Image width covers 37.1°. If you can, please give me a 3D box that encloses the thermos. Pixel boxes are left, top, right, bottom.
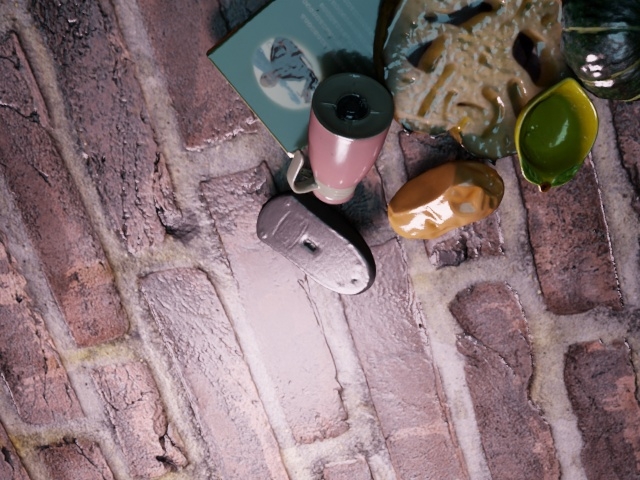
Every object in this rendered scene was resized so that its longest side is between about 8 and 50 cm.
[{"bbox_3d":[0.028,-0.167,1.760,0.176,0.146,0.265,-16,154,-18],"label":"thermos"}]

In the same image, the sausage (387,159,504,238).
[{"bbox_3d":[0.233,-0.074,1.811,0.136,0.120,0.241,29,144,-35],"label":"sausage"}]

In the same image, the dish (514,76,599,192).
[{"bbox_3d":[0.405,-0.193,1.686,0.149,0.080,0.207,7,112,-12],"label":"dish"}]

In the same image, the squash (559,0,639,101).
[{"bbox_3d":[0.530,-0.362,1.626,0.252,0.165,0.252,-7,103,-32],"label":"squash"}]

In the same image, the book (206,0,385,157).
[{"bbox_3d":[0.007,-0.361,1.781,0.371,0.043,0.260,-35,106,16],"label":"book"}]

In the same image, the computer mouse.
[{"bbox_3d":[0.000,0.000,1.912,0.270,0.086,0.137,37,118,0],"label":"computer mouse"}]

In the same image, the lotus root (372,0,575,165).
[{"bbox_3d":[0.286,-0.333,1.709,0.390,0.111,0.375,29,113,-15],"label":"lotus root"}]
